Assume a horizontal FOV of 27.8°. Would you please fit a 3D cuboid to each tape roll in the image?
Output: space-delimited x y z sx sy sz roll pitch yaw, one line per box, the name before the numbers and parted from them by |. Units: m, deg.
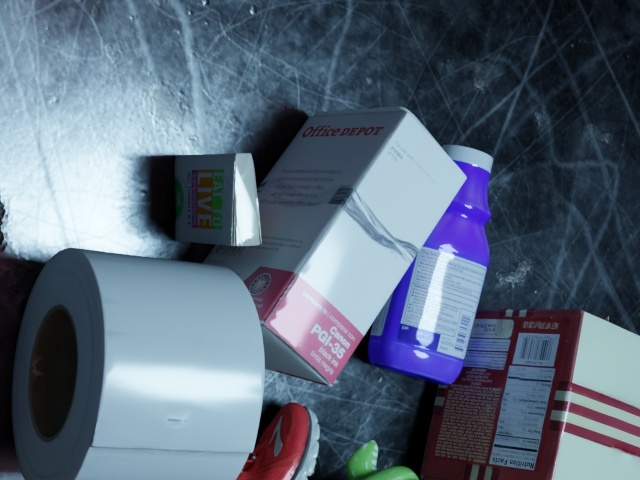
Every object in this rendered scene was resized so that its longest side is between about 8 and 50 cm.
tape roll | -0.186 0.136 1.282 0.169 0.246 0.246 8 88 -31

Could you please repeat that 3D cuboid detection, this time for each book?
book | -0.113 -0.045 1.376 0.035 0.144 0.096 -3 93 -31

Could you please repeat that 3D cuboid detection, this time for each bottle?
bottle | 0.143 0.027 1.566 0.118 0.092 0.283 18 82 -25

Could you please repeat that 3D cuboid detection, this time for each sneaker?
sneaker | -0.104 0.281 1.425 0.118 0.107 0.279 42 67 -13

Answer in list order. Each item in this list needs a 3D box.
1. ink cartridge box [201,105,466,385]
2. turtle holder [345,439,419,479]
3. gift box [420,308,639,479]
ink cartridge box | 0.000 0.000 1.410 0.117 0.207 0.283 44 71 -26
turtle holder | 0.046 0.396 1.389 0.320 0.227 0.243 -20 140 -50
gift box | 0.314 0.205 1.574 0.258 0.255 0.276 24 78 -34
